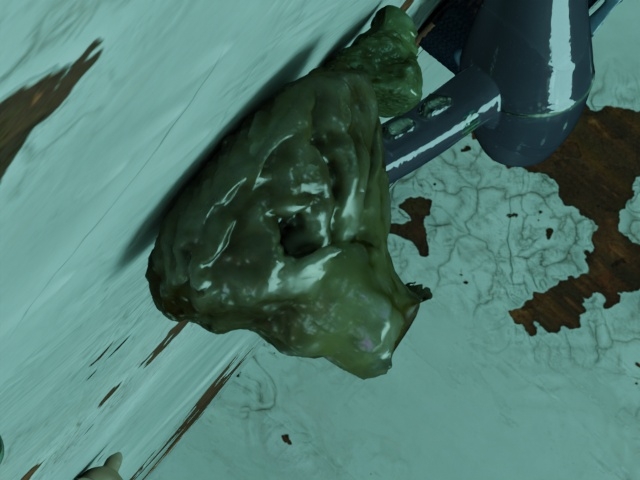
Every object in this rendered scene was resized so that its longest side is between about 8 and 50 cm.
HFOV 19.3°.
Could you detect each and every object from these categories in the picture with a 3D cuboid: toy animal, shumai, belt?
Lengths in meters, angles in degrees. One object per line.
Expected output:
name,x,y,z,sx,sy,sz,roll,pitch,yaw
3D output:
toy animal,-0.291,0.334,2.326,0.150,0.089,0.083,-53,-164,18
shumai,0.000,0.000,1.242,0.206,0.175,0.166,-52,178,-13
belt,0.205,-0.231,1.788,0.218,0.128,0.122,-49,-178,16
shumai,0.041,-0.135,1.368,0.083,0.082,0.080,-9,-111,48

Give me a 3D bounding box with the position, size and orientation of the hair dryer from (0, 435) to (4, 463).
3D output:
hair dryer,-0.239,0.154,1.090,0.124,0.038,0.063,-39,171,-44

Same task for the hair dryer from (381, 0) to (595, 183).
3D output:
hair dryer,0.094,-0.126,1.590,0.361,0.121,0.301,-34,148,-25
